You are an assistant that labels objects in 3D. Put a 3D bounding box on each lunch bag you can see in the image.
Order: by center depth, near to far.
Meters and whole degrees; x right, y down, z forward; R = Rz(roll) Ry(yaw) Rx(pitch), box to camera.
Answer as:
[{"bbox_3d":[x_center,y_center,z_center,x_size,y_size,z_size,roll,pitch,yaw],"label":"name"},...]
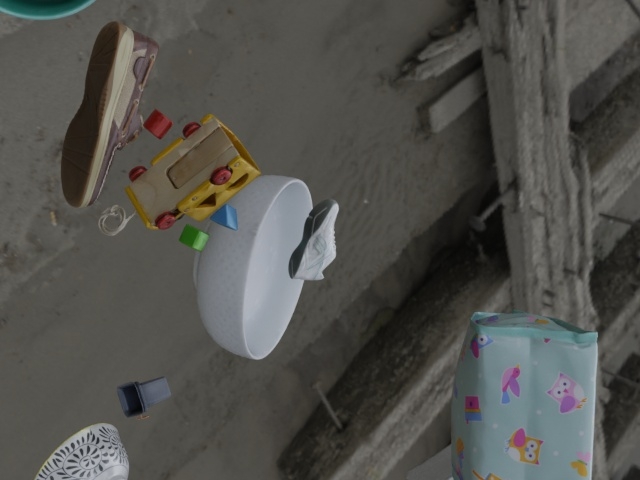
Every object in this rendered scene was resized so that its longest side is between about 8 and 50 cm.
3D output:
[{"bbox_3d":[0.238,0.200,0.913,0.262,0.160,0.224,22,71,-84],"label":"lunch bag"}]

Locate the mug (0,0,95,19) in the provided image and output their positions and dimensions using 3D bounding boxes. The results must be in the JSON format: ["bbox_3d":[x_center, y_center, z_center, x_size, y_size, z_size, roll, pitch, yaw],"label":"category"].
[{"bbox_3d":[-0.209,-0.246,0.540,0.129,0.097,0.158,-12,116,-7],"label":"mug"}]

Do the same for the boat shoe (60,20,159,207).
[{"bbox_3d":[-0.378,-0.219,1.381,0.123,0.123,0.342,12,93,-46],"label":"boat shoe"}]

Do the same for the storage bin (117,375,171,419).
[{"bbox_3d":[-0.443,0.397,1.903,0.091,0.135,0.098,-16,83,-37],"label":"storage bin"}]

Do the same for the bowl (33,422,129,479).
[{"bbox_3d":[-0.345,0.370,1.130,0.170,0.080,0.170,-44,150,-33],"label":"bowl"}]

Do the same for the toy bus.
[{"bbox_3d":[-0.184,-0.077,1.059,0.104,0.202,0.191,36,64,-66],"label":"toy bus"}]

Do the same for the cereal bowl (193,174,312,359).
[{"bbox_3d":[-0.133,0.038,1.369,0.339,0.141,0.339,14,90,-75],"label":"cereal bowl"}]

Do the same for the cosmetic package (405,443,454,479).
[{"bbox_3d":[0.180,0.370,1.120,0.098,0.060,0.239,-32,171,5],"label":"cosmetic package"}]

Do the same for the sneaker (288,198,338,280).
[{"bbox_3d":[0.000,0.000,1.232,0.061,0.054,0.152,14,115,-25],"label":"sneaker"}]
